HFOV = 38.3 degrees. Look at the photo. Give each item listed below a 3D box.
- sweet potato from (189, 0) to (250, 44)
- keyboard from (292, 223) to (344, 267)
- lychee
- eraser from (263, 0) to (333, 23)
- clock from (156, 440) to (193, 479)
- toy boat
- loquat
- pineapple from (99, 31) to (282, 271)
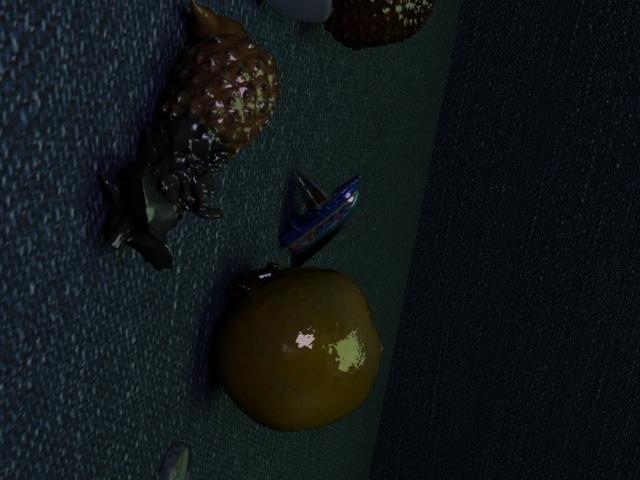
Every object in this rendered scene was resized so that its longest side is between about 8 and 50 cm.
[{"bbox_3d":[-0.101,-0.202,0.943,0.195,0.056,0.056,49,56,-69],"label":"sweet potato"},{"bbox_3d":[0.000,0.000,1.510,0.155,0.010,0.053,-41,-161,49],"label":"keyboard"},{"bbox_3d":[0.074,-0.359,1.267,0.188,0.188,0.188,14,90,-78],"label":"lychee"},{"bbox_3d":[-0.003,-0.415,1.029,0.189,0.104,0.290,44,60,-71],"label":"eraser"},{"bbox_3d":[-0.186,0.299,1.175,0.085,0.017,0.085,14,90,-78],"label":"clock"},{"bbox_3d":[-0.008,-0.062,1.417,0.175,0.110,0.091,-35,-170,30],"label":"toy boat"},{"bbox_3d":[-0.034,0.136,1.234,0.244,0.244,0.244,14,90,-78],"label":"loquat"},{"bbox_3d":[-0.125,-0.082,0.859,0.111,0.119,0.237,-14,-135,52],"label":"pineapple"}]
